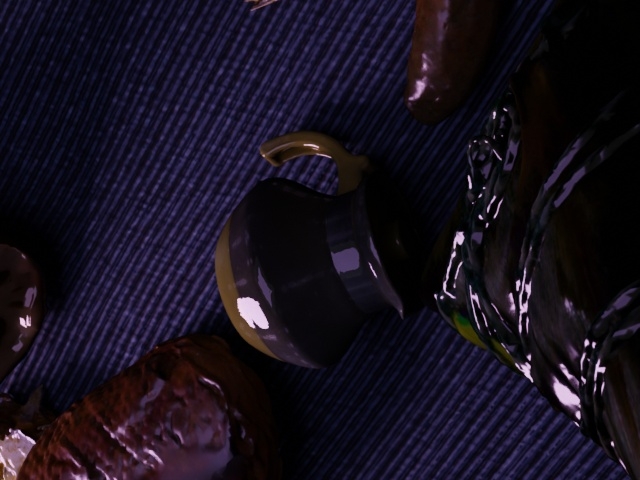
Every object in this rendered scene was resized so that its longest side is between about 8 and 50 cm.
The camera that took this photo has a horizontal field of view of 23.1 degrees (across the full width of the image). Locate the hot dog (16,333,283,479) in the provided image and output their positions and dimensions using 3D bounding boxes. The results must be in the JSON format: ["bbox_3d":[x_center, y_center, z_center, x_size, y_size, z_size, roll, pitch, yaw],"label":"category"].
[{"bbox_3d":[-0.123,0.165,1.149,0.227,0.099,0.160,-29,79,22],"label":"hot dog"}]

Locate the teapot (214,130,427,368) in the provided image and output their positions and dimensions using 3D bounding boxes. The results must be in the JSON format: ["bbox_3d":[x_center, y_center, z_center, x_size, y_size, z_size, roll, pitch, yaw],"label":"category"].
[{"bbox_3d":[0.000,0.000,1.029,0.119,0.130,0.165,-18,62,20],"label":"teapot"}]

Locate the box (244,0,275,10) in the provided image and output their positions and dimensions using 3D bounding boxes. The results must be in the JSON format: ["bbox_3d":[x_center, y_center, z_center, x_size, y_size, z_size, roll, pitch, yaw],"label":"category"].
[{"bbox_3d":[-0.043,-0.233,1.035,0.073,0.020,0.149,-17,95,34],"label":"box"}]

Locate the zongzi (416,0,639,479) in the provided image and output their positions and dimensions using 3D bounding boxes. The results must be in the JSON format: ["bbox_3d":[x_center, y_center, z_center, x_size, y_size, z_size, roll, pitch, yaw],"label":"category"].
[{"bbox_3d":[0.262,0.026,0.842,0.319,0.362,0.383,-64,31,30],"label":"zongzi"}]

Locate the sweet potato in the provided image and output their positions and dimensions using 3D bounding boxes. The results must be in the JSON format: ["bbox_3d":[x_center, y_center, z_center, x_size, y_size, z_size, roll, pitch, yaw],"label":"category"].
[{"bbox_3d":[0.080,-0.201,0.940,0.075,0.075,0.273,7,112,30],"label":"sweet potato"}]

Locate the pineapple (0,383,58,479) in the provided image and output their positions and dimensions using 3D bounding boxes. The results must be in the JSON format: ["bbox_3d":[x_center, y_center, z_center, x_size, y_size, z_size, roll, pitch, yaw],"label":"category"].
[{"bbox_3d":[-0.287,0.211,1.293,0.135,0.079,0.233,32,113,11],"label":"pineapple"}]

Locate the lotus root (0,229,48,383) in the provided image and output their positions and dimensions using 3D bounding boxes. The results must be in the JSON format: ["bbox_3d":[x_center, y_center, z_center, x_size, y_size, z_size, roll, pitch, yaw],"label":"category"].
[{"bbox_3d":[-0.338,0.035,1.210,0.199,0.188,0.180,-47,51,2],"label":"lotus root"}]
